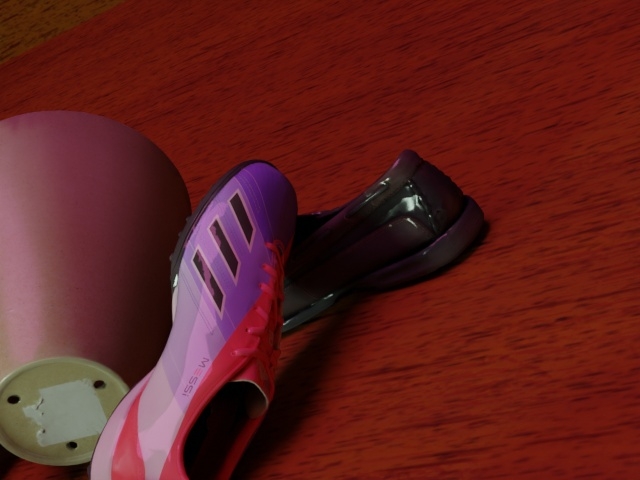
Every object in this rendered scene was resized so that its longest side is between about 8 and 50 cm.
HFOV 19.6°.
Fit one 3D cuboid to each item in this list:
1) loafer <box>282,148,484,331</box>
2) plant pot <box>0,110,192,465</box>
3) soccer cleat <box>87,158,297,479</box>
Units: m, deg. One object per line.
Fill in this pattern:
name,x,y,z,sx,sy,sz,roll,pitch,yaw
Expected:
loafer,0.000,0.000,1.562,0.302,0.095,0.109,-22,25,40
plant pot,-0.233,0.064,1.674,0.256,0.256,0.274,-33,35,15
soccer cleat,-0.068,0.078,1.429,0.116,0.108,0.318,-2,56,42
